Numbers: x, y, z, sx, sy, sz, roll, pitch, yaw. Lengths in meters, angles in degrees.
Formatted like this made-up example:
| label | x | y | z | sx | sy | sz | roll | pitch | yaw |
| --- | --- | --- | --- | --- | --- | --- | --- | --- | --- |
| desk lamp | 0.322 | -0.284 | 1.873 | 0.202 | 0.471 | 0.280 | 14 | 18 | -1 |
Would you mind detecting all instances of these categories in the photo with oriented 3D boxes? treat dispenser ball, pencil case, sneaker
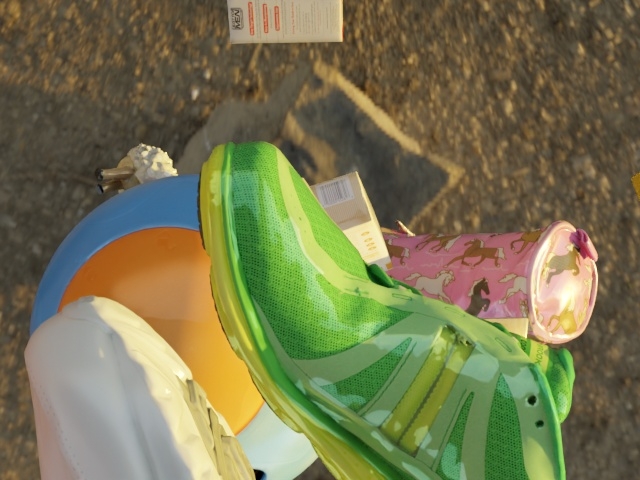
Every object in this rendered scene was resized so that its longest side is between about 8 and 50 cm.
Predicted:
| label | x | y | z | sx | sy | sz | roll | pitch | yaw |
| --- | --- | --- | --- | --- | --- | --- | --- | --- | --- |
| treat dispenser ball | -0.106 | 0.086 | 1.098 | 0.288 | 0.288 | 0.288 | 0 | 120 | 0 |
| pencil case | 0.185 | 0.055 | 1.705 | 0.160 | 0.386 | 0.167 | 2 | 89 | -44 |
| sneaker | -0.060 | 0.133 | 0.351 | 0.115 | 0.090 | 0.232 | -13 | 95 | -1 |
| sneaker | 0.051 | 0.067 | 0.594 | 0.123 | 0.109 | 0.295 | -36 | 97 | 9 |

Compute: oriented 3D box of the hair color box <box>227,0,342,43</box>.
| label | x | y | z | sx | sy | sz | roll | pitch | yaw |
| --- | --- | --- | --- | --- | --- | --- | --- | --- | --- |
| hair color box | -0.043 | -0.285 | 1.572 | 0.141 | 0.043 | 0.072 | 0 | 126 | 2 |

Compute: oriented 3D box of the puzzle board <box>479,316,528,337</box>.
| label | x | y | z | sx | sy | sz | roll | pitch | yaw |
| --- | --- | --- | --- | --- | --- | --- | --- | --- | --- |
| puzzle board | 0.158 | 0.139 | 1.277 | 0.096 | 0.011 | 0.128 | 0 | 104 | -21 |

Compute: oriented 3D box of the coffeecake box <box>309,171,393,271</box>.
| label | x | y | z | sx | sy | sz | roll | pitch | yaw |
| --- | --- | --- | --- | --- | --- | --- | --- | --- | --- |
| coffeecake box | 0.000 | 0.000 | 1.513 | 0.142 | 0.068 | 0.185 | -18 | 159 | 4 |

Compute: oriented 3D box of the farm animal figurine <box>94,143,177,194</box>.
| label | x | y | z | sx | sy | sz | roll | pitch | yaw |
| --- | --- | --- | --- | --- | --- | --- | --- | --- | --- |
| farm animal figurine | -0.161 | 0.088 | 1.558 | 0.172 | 0.327 | 0.330 | -12 | 135 | -34 |

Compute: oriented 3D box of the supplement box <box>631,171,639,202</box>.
| label | x | y | z | sx | sy | sz | roll | pitch | yaw |
| --- | --- | --- | --- | --- | --- | --- | --- | --- | --- |
| supplement box | 0.335 | 0.022 | 0.805 | 0.191 | 0.194 | 0.129 | 9 | 146 | -36 |
